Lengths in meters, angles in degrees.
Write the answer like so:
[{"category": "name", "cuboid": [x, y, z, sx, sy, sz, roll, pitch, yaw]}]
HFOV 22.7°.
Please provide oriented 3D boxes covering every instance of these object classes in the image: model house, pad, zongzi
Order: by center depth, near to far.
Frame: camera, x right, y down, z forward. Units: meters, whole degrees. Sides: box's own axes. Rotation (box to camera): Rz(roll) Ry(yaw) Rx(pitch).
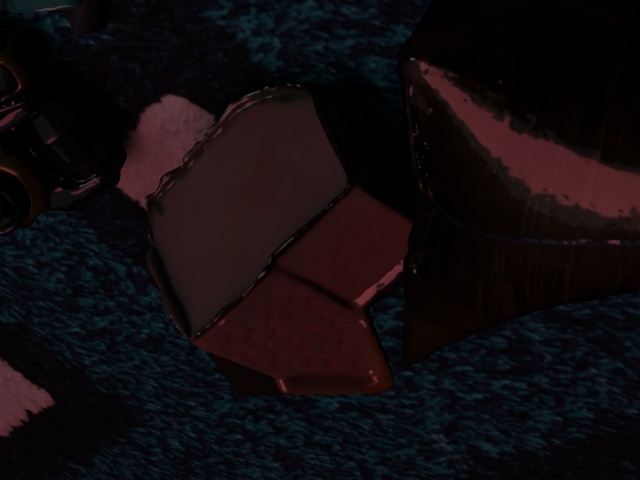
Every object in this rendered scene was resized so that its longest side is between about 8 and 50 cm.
[{"category": "zongzi", "cuboid": [0.256, 0.004, 1.304, 0.403, 0.208, 0.432, 16, 134, 13]}, {"category": "model house", "cuboid": [0.000, 0.000, 1.524, 0.237, 0.202, 0.237, -46, 133, 17]}, {"category": "pad", "cuboid": [-0.093, 0.110, 1.846, 0.143, 0.003, 0.211, -5, 132, 37]}]

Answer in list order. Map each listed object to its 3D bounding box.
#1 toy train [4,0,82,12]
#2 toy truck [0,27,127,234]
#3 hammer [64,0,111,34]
[{"category": "toy train", "cuboid": [-0.239, -0.267, 1.285, 0.154, 0.198, 0.107, -1, 135, 10]}, {"category": "toy truck", "cuboid": [-0.309, -0.125, 1.611, 0.165, 0.147, 0.224, -17, 125, 15]}, {"category": "hammer", "cuboid": [-0.218, -0.295, 1.417, 0.137, 0.037, 0.290, 21, 143, 10]}]
